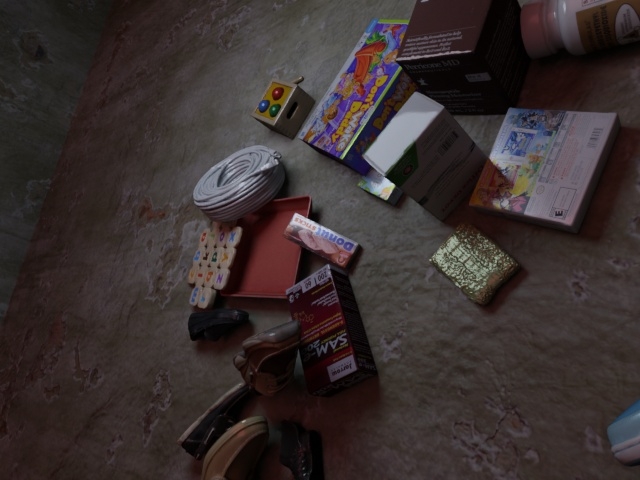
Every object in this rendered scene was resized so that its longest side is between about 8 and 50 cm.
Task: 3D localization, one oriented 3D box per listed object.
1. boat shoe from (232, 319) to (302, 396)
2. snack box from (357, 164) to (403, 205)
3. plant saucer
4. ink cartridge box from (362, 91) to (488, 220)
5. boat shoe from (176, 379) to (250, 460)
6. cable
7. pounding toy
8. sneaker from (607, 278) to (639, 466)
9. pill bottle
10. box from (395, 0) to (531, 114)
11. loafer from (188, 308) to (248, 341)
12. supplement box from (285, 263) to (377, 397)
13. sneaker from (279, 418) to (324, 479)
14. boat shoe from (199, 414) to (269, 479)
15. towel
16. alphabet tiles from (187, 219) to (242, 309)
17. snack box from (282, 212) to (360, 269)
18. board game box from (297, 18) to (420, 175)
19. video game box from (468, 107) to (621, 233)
[{"bbox_3d":[-0.093,0.248,0.969,0.116,0.123,0.324,64,157,15],"label":"boat shoe"},{"bbox_3d":[0.158,-0.158,1.052,0.100,0.037,0.141,35,94,45],"label":"snack box"},{"bbox_3d":[-0.129,0.023,1.209,0.259,0.048,0.258,-4,68,40],"label":"plant saucer"},{"bbox_3d":[0.204,-0.149,0.892,0.153,0.208,0.087,-50,44,11],"label":"ink cartridge box"},{"bbox_3d":[-0.230,0.413,1.113,0.079,0.084,0.233,45,96,7],"label":"boat shoe"},{"bbox_3d":[-0.220,-0.158,1.294,0.257,0.089,0.257,-37,33,-4],"label":"cable"},{"bbox_3d":[-0.120,-0.414,1.370,0.206,0.094,0.181,33,94,44],"label":"pounding toy"},{"bbox_3d":[0.457,0.123,0.610,0.319,0.127,0.208,-39,51,8],"label":"sneaker"},{"bbox_3d":[0.478,-0.395,0.821,0.229,0.131,0.131,-3,69,40],"label":"pill bottle"},{"bbox_3d":[0.285,-0.367,0.924,0.169,0.203,0.166,14,81,44],"label":"box"},{"bbox_3d":[-0.262,0.218,1.220,0.223,0.076,0.078,-16,66,41],"label":"loafer"},{"bbox_3d":[0.016,0.185,0.992,0.130,0.073,0.239,-34,53,24],"label":"supplement box"},{"bbox_3d":[-0.043,0.440,0.944,0.089,0.051,0.170,-24,52,31],"label":"sneaker"},{"bbox_3d":[-0.188,0.516,0.994,0.110,0.122,0.341,41,109,39],"label":"boat shoe"},{"bbox_3d":[0.277,0.039,0.867,0.110,0.027,0.148,-51,46,9],"label":"towel"},{"bbox_3d":[-0.293,0.047,1.321,0.278,0.021,0.283,-2,71,55],"label":"alphabet tiles"},{"bbox_3d":[0.000,0.000,1.086,0.178,0.022,0.064,27,83,25],"label":"snack box"},{"bbox_3d":[0.115,-0.345,1.122,0.347,0.078,0.233,-57,36,5],"label":"board game box"},{"bbox_3d":[0.386,-0.129,0.836,0.187,0.048,0.205,21,85,42],"label":"video game box"}]
